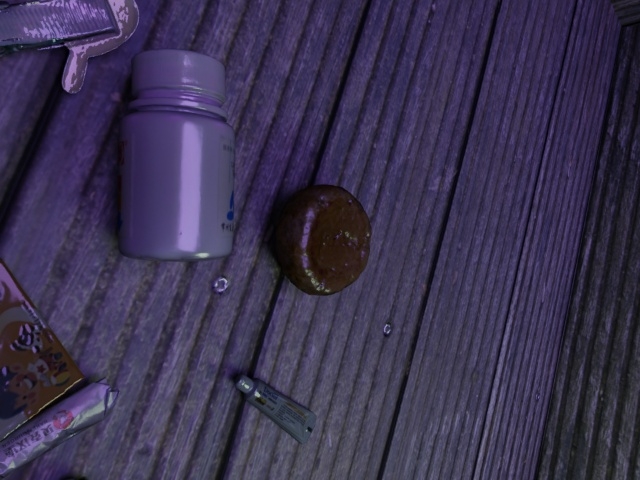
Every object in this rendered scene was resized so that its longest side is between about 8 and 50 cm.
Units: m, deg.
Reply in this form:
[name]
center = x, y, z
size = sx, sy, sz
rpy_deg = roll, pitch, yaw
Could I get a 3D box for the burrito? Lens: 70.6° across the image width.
[burrito]
center = -0.386, 0.270, 0.636
size = 0.203, 0.064, 0.064
rpy_deg = -31, 112, -37

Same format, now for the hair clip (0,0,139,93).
[hair clip]
center = -0.352, -0.287, 0.618
size = 0.218, 0.071, 0.159
rpy_deg = -28, 117, -30

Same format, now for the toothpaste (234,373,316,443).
[toothpaste]
center = -0.087, 0.337, 0.913
size = 0.255, 0.037, 0.067
rpy_deg = 49, 57, -36

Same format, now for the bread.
[bread]
center = 0.000, 0.000, 0.909
size = 0.230, 0.123, 0.230
rpy_deg = -9, 103, -44

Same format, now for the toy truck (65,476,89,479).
[toy truck]
center = -0.383, 0.447, 0.634
size = 0.191, 0.085, 0.116
rpy_deg = -40, 127, -28

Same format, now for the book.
[book]
center = -0.472, 0.183, 0.540
size = 0.295, 0.020, 0.208
rpy_deg = -41, 116, -42

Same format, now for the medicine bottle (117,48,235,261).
[medicine bottle]
center = -0.215, -0.118, 0.682
size = 0.170, 0.170, 0.293
rpy_deg = -2, 95, -41
